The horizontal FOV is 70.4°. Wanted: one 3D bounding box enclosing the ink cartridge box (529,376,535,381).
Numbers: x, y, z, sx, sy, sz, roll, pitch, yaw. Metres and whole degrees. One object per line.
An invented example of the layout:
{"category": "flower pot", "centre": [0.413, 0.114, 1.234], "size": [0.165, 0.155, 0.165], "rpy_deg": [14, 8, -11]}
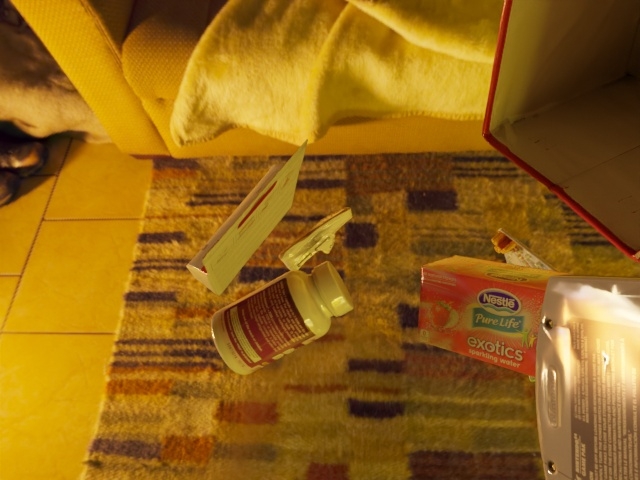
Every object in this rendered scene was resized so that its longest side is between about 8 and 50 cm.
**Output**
{"category": "ink cartridge box", "centre": [0.645, 0.343, 1.393], "size": [0.056, 0.235, 0.171], "rpy_deg": [-30, 56, 39]}

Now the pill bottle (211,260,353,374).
{"category": "pill bottle", "centre": [-0.083, 0.171, 1.043], "size": [0.301, 0.169, 0.169], "rpy_deg": [-29, 62, 7]}

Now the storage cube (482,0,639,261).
{"category": "storage cube", "centre": [0.263, -0.136, 0.321], "size": [0.193, 0.215, 0.184], "rpy_deg": [-23, 50, -11]}

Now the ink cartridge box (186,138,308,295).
{"category": "ink cartridge box", "centre": [-0.102, -0.031, 0.598], "size": [0.066, 0.232, 0.189], "rpy_deg": [35, 73, 7]}

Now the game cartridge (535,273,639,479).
{"category": "game cartridge", "centre": [0.321, 0.187, 0.496], "size": [0.062, 0.198, 0.297], "rpy_deg": [1, 88, -9]}

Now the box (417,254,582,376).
{"category": "box", "centre": [0.337, 0.127, 0.794], "size": [0.300, 0.142, 0.154], "rpy_deg": [11, 104, 42]}

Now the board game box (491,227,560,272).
{"category": "board game box", "centre": [0.698, 0.181, 1.383], "size": [0.050, 0.390, 0.390], "rpy_deg": [-39, 48, 1]}

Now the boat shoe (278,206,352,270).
{"category": "boat shoe", "centre": [0.000, 0.000, 1.455], "size": [0.277, 0.098, 0.096], "rpy_deg": [-37, 98, 1]}
